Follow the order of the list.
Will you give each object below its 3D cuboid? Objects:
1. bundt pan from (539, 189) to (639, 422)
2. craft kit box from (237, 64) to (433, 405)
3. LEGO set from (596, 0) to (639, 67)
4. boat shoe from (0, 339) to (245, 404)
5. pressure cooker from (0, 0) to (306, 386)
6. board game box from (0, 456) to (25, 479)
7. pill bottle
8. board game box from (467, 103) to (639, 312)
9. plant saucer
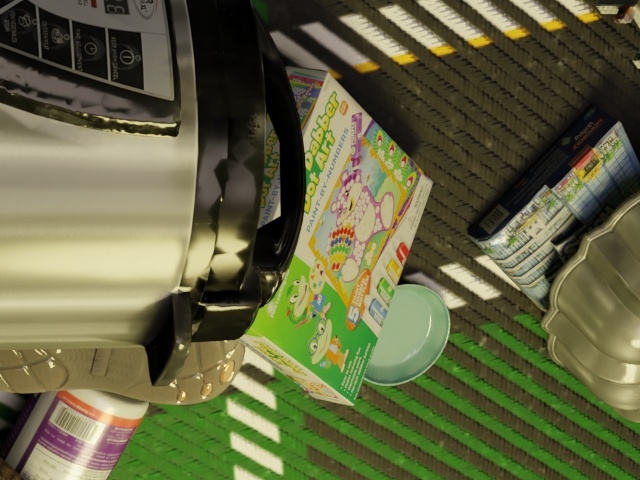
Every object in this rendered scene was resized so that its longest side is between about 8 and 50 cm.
[{"bbox_3d":[0.409,0.071,2.091,0.331,0.124,0.331,-18,139,-17],"label":"bundt pan"},{"bbox_3d":[0.000,0.000,1.865,0.246,0.061,0.250,39,66,-52],"label":"craft kit box"},{"bbox_3d":[0.430,-0.202,1.948,0.192,0.255,0.331,-59,139,-22],"label":"LEGO set"},{"bbox_3d":[-0.248,0.063,1.847,0.355,0.130,0.132,13,125,-15],"label":"boat shoe"},{"bbox_3d":[-0.217,-0.092,1.639,0.420,0.375,0.369,1,105,-20],"label":"pressure cooker"},{"bbox_3d":[-0.438,0.274,1.800,0.232,0.141,0.291,44,92,-5],"label":"board game box"},{"bbox_3d":[-0.258,0.214,1.925,0.108,0.108,0.193,23,103,-31],"label":"pill bottle"},{"bbox_3d":[0.288,-0.011,2.094,0.194,0.060,0.194,-46,123,2],"label":"board game box"},{"bbox_3d":[0.079,0.096,2.073,0.119,0.021,0.119,-10,118,-19],"label":"plant saucer"}]
